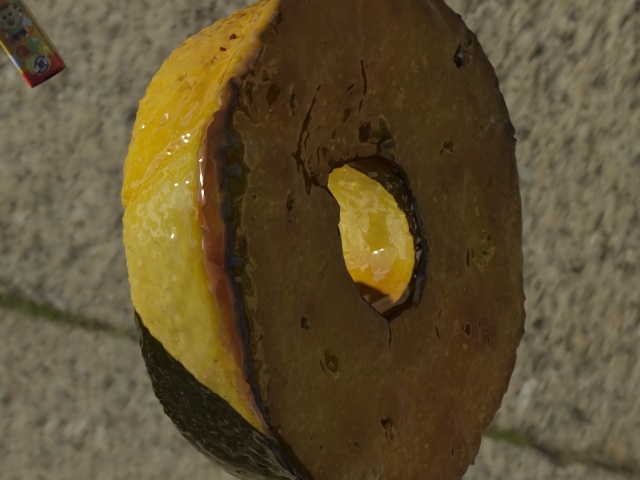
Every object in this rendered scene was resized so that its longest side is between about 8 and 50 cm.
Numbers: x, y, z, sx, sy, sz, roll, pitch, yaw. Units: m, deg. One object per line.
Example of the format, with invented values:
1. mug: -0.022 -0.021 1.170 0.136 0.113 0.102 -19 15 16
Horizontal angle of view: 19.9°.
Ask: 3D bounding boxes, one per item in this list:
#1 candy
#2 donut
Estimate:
1. candy: -0.274 -0.196 1.604 0.038 0.062 0.122 -34 112 -1
2. donut: 0.000 0.000 1.009 0.110 0.303 0.303 -4 118 36
